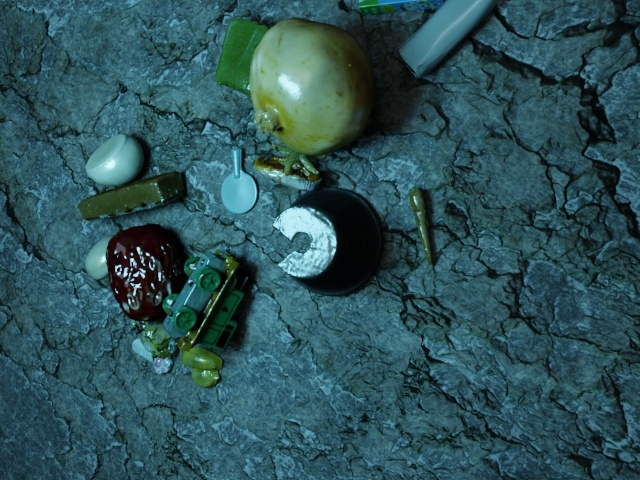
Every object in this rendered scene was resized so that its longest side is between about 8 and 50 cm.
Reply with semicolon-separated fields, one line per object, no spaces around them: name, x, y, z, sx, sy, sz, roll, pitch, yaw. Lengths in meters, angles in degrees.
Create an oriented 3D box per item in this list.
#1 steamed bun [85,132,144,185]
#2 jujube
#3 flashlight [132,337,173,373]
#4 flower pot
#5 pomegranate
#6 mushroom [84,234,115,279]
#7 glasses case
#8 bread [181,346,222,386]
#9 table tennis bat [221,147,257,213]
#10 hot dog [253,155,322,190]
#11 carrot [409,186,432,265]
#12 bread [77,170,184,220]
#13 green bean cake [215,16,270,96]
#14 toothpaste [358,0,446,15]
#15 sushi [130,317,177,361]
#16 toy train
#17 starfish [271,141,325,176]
steamed bun;-0.801;-0.307;1.692;0.232;0.145;0.231;-19;47;22
jujube;-0.653;0.108;1.583;0.259;0.258;0.376;-24;72;19
flashlight;-0.684;0.462;1.716;0.201;0.048;0.093;28;100;18
flower pot;0.000;0.000;1.350;0.380;0.251;0.378;-1;88;20
pomegranate;-0.036;-0.446;1.289;0.413;0.412;0.410;0;90;21
mushroom;-0.830;0.078;1.703;0.209;0.206;0.206;28;101;0
glasses case;0.376;-0.639;1.289;0.308;0.083;0.128;-43;70;16
bread;-0.470;0.490;1.629;0.188;0.065;0.149;14;100;18
table tennis bat;-0.305;-0.220;1.574;0.153;0.040;0.243;-1;94;20
hot dog;-0.109;-0.231;1.449;0.253;0.131;0.069;21;126;22
carrot;0.321;-0.046;1.334;0.049;0.049;0.254;-11;89;21
bread;-0.740;-0.167;1.664;0.418;0.165;0.113;-10;108;22
green bean cake;-0.253;-0.638;1.508;0.222;0.125;0.247;31;99;20
toothpaste;0.258;-0.761;1.342;0.267;0.065;0.050;5;95;20
sushi;-0.664;0.331;1.680;0.290;0.139;0.131;51;126;14
toy train;-0.388;0.219;1.508;0.178;0.249;0.428;22;82;56
starfish;-0.065;-0.283;1.435;0.208;0.176;0.053;59;144;34
